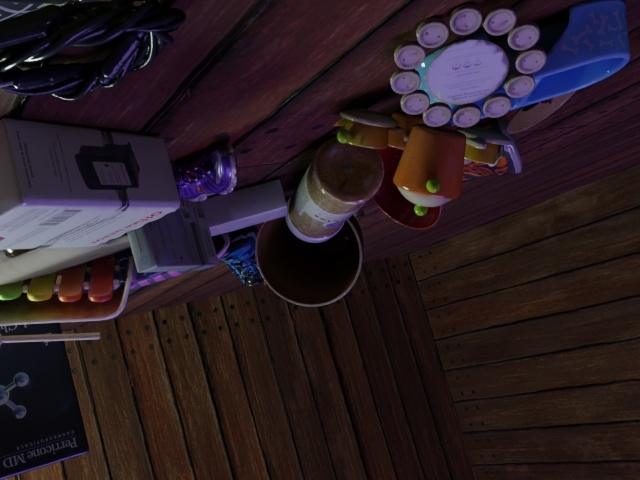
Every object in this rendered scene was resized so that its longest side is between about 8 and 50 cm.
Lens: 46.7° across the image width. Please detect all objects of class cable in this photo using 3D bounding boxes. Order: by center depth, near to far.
[{"bbox_3d":[-0.199,-0.156,0.622,0.184,0.047,0.150,-16,173,-2],"label":"cable"}]

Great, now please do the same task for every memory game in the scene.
[{"bbox_3d":[0.174,-0.203,0.881,0.186,0.012,0.186,-3,143,-3],"label":"memory game"}]

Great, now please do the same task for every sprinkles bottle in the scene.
[{"bbox_3d":[0.015,-0.084,1.355,0.121,0.121,0.355,-15,172,-12],"label":"sprinkles bottle"}]

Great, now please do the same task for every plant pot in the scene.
[{"bbox_3d":[0.000,0.000,1.701,0.237,0.237,0.254,-18,-172,16],"label":"plant pot"}]

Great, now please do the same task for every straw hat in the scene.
[{"bbox_3d":[0.332,-0.234,1.145,0.144,0.061,0.144,-29,164,-9],"label":"straw hat"}]

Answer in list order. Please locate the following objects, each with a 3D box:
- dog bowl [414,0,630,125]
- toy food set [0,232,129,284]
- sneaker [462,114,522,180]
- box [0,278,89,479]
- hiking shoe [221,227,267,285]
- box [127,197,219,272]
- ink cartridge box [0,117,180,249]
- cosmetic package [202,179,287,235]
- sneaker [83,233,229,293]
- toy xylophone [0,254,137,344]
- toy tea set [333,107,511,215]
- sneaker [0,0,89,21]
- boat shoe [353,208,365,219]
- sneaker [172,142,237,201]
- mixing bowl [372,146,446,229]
[{"bbox_3d":[0.270,-0.230,0.990,0.297,0.074,0.166,-17,173,1],"label":"dog bowl"},{"bbox_3d":[-0.380,-0.018,1.197,0.219,0.092,0.306,-19,-179,21],"label":"toy food set"},{"bbox_3d":[0.266,-0.150,1.388,0.180,0.125,0.321,-18,173,6],"label":"sneaker"},{"bbox_3d":[-0.643,0.261,1.442,0.293,0.395,0.212,-14,173,-21],"label":"box"},{"bbox_3d":[-0.182,0.046,1.864,0.113,0.132,0.304,-18,173,16],"label":"hiking shoe"},{"bbox_3d":[-0.236,-0.024,1.159,0.038,0.145,0.186,-20,173,19],"label":"box"},{"bbox_3d":[-0.315,-0.059,0.890,0.172,0.100,0.237,-20,171,31],"label":"ink cartridge box"},{"bbox_3d":[-0.184,-0.051,1.405,0.239,0.060,0.099,-15,171,-4],"label":"cosmetic package"},{"bbox_3d":[-0.331,0.028,1.499,0.319,0.112,0.131,-21,-177,-35],"label":"sneaker"},{"bbox_3d":[-0.479,0.098,1.305,0.322,0.081,0.236,-5,-160,-20],"label":"toy xylophone"},{"bbox_3d":[0.168,-0.120,1.128,0.200,0.124,0.336,22,-161,34],"label":"toy tea set"},{"bbox_3d":[-0.184,-0.170,0.350,0.384,0.145,0.147,-17,-156,-9],"label":"sneaker"},{"bbox_3d":[0.081,-0.072,1.946,0.056,0.048,0.153,-28,180,-3],"label":"boat shoe"},{"bbox_3d":[-0.179,-0.093,1.087,0.071,0.068,0.170,-2,166,-40],"label":"sneaker"},{"bbox_3d":[0.172,-0.120,1.339,0.098,0.181,0.181,-40,-175,-28],"label":"mixing bowl"}]
